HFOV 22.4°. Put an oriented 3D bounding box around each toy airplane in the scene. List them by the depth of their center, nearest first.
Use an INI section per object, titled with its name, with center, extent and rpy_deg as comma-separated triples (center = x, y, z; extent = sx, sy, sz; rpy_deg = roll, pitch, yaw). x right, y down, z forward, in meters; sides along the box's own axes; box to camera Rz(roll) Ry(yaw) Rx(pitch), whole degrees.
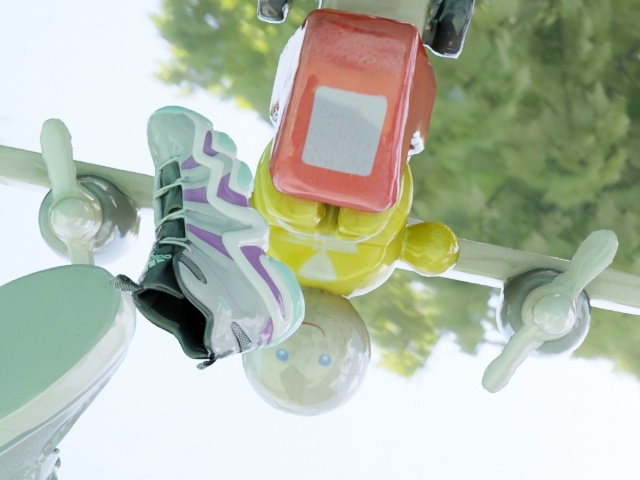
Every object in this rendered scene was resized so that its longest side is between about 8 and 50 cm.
[toy airplane]
center = 0.000, 0.000, 1.124
extent = 0.386, 0.384, 0.272
rpy_deg = -12, -123, 39

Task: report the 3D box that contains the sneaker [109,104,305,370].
[sneaker]
center = -0.052, 0.000, 0.580
extent = 0.038, 0.069, 0.098
rpy_deg = -38, -101, 45

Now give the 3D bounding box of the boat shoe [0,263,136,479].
[boat shoe]
center = -0.168, 0.099, 0.757
extent = 0.227, 0.081, 0.079
rpy_deg = -37, -134, 7
